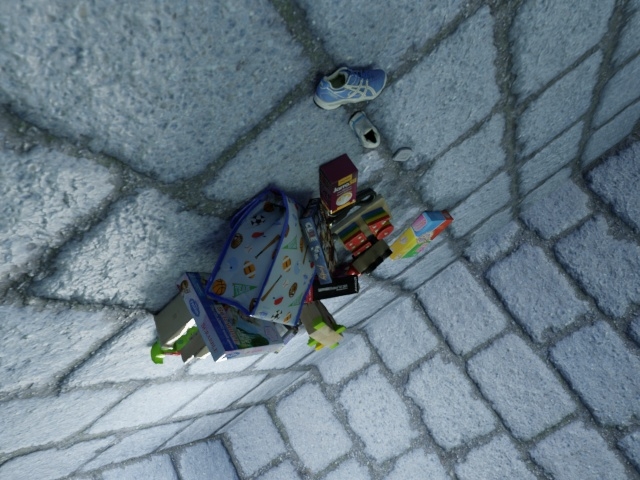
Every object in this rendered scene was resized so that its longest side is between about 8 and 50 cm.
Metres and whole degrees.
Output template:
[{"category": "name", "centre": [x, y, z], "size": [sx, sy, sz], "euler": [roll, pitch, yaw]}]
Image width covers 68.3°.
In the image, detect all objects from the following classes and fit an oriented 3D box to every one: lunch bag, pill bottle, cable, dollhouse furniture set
[{"category": "lunch bag", "centre": [-0.156, 0.051, 1.535], "size": [0.386, 0.238, 0.328], "euler": [-67, 157, -5]}, {"category": "pill bottle", "centre": [-0.192, 0.466, 2.427], "size": [0.219, 0.123, 0.123], "euler": [-46, 157, -3]}, {"category": "cable", "centre": [0.089, -0.139, 1.769], "size": [0.287, 0.072, 0.140], "euler": [-37, 142, -23]}, {"category": "dollhouse furniture set", "centre": [-0.403, 0.338, 1.727], "size": [0.198, 0.286, 0.303], "euler": [-41, 144, 18]}]

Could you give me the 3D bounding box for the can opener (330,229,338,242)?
[{"category": "can opener", "centre": [-0.026, 0.050, 1.886], "size": [0.280, 0.074, 0.093], "euler": [-51, -173, 38]}]

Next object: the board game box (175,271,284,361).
[{"category": "board game box", "centre": [-0.310, 0.258, 1.655], "size": [0.066, 0.319, 0.318], "euler": [-43, 156, 20]}]

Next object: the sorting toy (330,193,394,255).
[{"category": "sorting toy", "centre": [0.197, -0.047, 2.002], "size": [0.255, 0.089, 0.257], "euler": [-36, 156, 5]}]

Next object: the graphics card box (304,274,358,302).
[{"category": "graphics card box", "centre": [-0.028, 0.204, 2.052], "size": [0.232, 0.094, 0.370], "euler": [-4, 178, 40]}]

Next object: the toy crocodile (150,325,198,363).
[{"category": "toy crocodile", "centre": [-0.527, 0.408, 1.870], "size": [0.340, 0.105, 0.115], "euler": [-16, 160, 13]}]

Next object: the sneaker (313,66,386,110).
[{"category": "sneaker", "centre": [0.084, -0.397, 1.198], "size": [0.211, 0.080, 0.081], "euler": [-26, 159, -20]}]

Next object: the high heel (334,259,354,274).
[{"category": "high heel", "centre": [0.158, 0.134, 2.359], "size": [0.244, 0.082, 0.117], "euler": [-37, -159, -34]}]

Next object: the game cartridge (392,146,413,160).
[{"category": "game cartridge", "centre": [0.301, -0.314, 1.716], "size": [0.083, 0.017, 0.056], "euler": [-6, 148, -47]}]

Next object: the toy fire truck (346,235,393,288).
[{"category": "toy fire truck", "centre": [0.211, 0.123, 2.241], "size": [0.217, 0.158, 0.246], "euler": [-37, 174, -40]}]

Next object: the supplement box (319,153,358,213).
[{"category": "supplement box", "centre": [0.059, -0.185, 1.571], "size": [0.104, 0.081, 0.188], "euler": [-28, 156, -13]}]

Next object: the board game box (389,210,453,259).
[{"category": "board game box", "centre": [0.523, -0.026, 2.490], "size": [0.242, 0.064, 0.316], "euler": [-6, 144, -47]}]

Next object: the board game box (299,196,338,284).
[{"category": "board game box", "centre": [0.000, 0.000, 1.575], "size": [0.042, 0.243, 0.165], "euler": [-10, -154, 16]}]

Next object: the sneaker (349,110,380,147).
[{"category": "sneaker", "centre": [0.149, -0.315, 1.439], "size": [0.071, 0.083, 0.190], "euler": [-41, 157, 12]}]

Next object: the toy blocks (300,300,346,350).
[{"category": "toy blocks", "centre": [-0.023, 0.370, 2.341], "size": [0.190, 0.261, 0.381], "euler": [-33, 150, 5]}]
